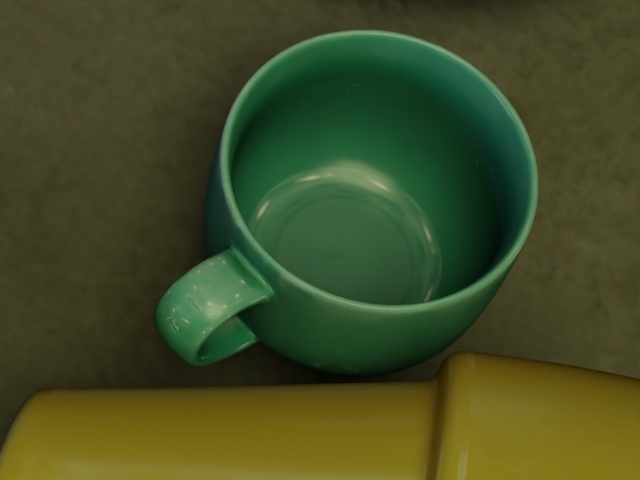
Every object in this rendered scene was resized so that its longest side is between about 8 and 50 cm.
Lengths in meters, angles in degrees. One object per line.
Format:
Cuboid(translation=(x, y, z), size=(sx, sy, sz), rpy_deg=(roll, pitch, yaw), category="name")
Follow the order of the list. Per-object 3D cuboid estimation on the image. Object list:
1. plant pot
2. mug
Cuboid(translation=(-0.009, 0.156, 0.750), size=(0.239, 0.254, 0.254), rpy_deg=(11, 85, 2), category="plant pot")
Cuboid(translation=(0.003, -0.008, 0.811), size=(0.157, 0.097, 0.129), rpy_deg=(-3, 65, -12), category="mug")
